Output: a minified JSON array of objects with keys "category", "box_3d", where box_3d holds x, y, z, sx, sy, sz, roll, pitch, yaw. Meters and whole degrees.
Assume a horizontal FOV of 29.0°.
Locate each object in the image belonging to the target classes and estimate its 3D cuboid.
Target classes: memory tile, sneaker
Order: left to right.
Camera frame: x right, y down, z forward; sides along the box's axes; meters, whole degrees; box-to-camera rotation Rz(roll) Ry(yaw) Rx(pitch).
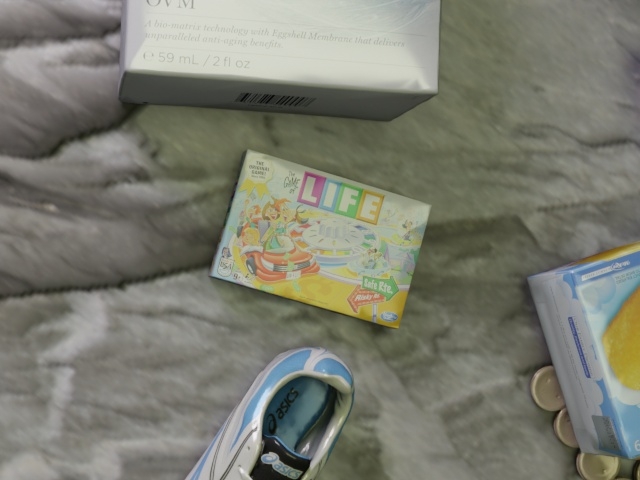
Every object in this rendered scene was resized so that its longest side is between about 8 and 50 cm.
[{"category":"sneaker","box_3d":[-0.053,0.185,0.925,0.085,0.086,0.237,31,84,-10]},{"category":"memory tile","box_3d":[0.249,0.148,1.023,0.113,0.012,0.148,-33,94,-11]}]

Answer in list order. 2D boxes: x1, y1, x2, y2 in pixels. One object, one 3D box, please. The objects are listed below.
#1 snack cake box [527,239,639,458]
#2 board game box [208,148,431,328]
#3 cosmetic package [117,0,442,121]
[{"category":"snack cake box","box_3d":[0.317,0.060,0.992,0.264,0.089,0.152,-18,89,-16]},{"category":"board game box","box_3d":[0.000,0.000,0.971,0.154,0.026,0.103,16,85,-10]},{"category":"cosmetic package","box_3d":[-0.032,-0.215,0.917,0.224,0.138,0.224,2,86,-11]}]
